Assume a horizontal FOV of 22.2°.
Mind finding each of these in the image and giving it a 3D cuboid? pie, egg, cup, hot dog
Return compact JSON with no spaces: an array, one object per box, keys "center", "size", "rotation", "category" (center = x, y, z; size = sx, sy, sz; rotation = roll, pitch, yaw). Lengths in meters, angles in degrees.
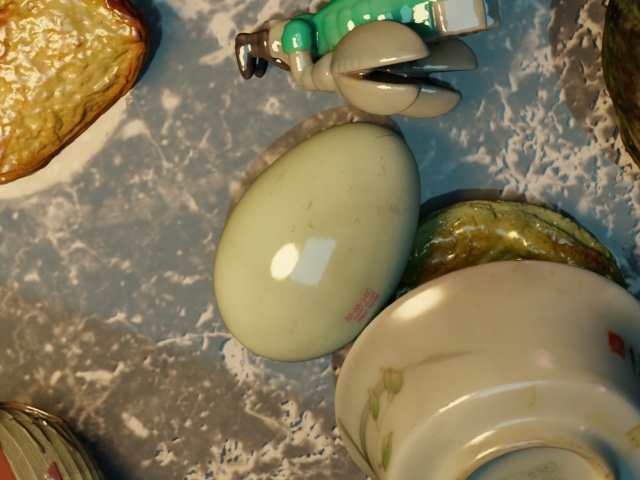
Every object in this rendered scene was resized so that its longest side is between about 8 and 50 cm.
[{"center":[0.186,0.090,1.711],"size":[0.277,0.078,0.277],"rotation":[0,100,1],"category":"pie"},{"center":[0.000,0.000,1.640],"size":[0.183,0.183,0.264],"rotation":[32,92,-6],"category":"egg"},{"center":[0.192,0.202,1.619],"size":[0.347,0.163,0.347],"rotation":[-3,128,-4],"category":"cup"},{"center":[-0.296,-0.173,1.643],"size":[0.259,0.114,0.175],"rotation":[-42,103,9],"category":"hot dog"}]

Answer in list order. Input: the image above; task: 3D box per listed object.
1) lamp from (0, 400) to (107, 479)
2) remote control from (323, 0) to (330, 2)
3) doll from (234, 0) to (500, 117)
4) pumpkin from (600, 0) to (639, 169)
[{"center":[-0.317,0.293,1.675],"size":[0.233,0.233,0.265],"rotation":[-27,87,4],"category":"lamp"},{"center":[0.036,-0.348,1.646],"size":[0.078,0.042,0.221],"rotation":[16,100,-2],"category":"remote control"},{"center":[0.059,-0.188,1.630],"size":[0.195,0.258,0.153],"rotation":[-19,101,-41],"category":"doll"},{"center":[0.490,-0.187,1.527],"size":[0.454,0.344,0.454],"rotation":[4,117,7],"category":"pumpkin"}]
